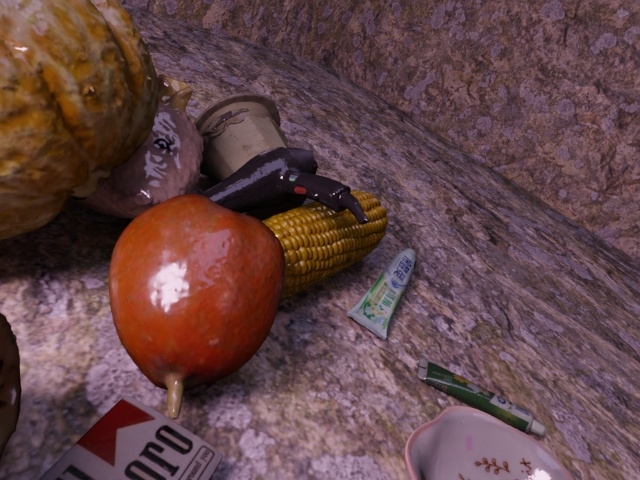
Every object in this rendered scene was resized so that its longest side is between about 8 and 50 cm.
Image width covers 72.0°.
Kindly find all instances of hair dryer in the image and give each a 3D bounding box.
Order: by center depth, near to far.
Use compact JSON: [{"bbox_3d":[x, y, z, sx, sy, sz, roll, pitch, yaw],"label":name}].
[{"bbox_3d":[-0.042,-0.066,0.627,0.235,0.091,0.271,-31,32,-34],"label":"hair dryer"}]

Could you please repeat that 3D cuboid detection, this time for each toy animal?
[{"bbox_3d":[-0.333,-0.160,0.696,0.358,0.188,0.226,29,51,9],"label":"toy animal"}]

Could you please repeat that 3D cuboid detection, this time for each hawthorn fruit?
[{"bbox_3d":[-0.139,0.075,0.493,0.199,0.199,0.251,15,47,-19],"label":"hawthorn fruit"}]

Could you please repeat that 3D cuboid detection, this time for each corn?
[{"bbox_3d":[0.000,0.000,0.767,0.144,0.144,0.387,35,32,18],"label":"corn"}]

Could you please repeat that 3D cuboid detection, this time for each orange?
[{"bbox_3d":[-0.346,-0.175,0.462,0.271,0.210,0.369,40,62,-1],"label":"orange"}]

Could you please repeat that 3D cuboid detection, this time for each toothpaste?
[{"bbox_3d":[0.241,0.237,0.661,0.204,0.032,0.049,26,27,6],"label":"toothpaste"},{"bbox_3d":[0.131,0.085,0.825,0.074,0.048,0.297,33,32,9],"label":"toothpaste"}]

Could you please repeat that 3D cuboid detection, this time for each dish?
[{"bbox_3d":[0.180,0.294,0.463,0.229,0.081,0.229,16,30,-10],"label":"dish"}]

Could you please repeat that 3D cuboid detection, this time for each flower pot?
[{"bbox_3d":[-0.123,-0.148,0.867,0.212,0.212,0.203,-8,50,-47],"label":"flower pot"}]

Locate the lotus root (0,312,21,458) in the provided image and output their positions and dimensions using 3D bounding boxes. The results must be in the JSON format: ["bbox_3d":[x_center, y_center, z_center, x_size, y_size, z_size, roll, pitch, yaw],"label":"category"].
[{"bbox_3d":[-0.313,0.117,0.265,0.179,0.188,0.199,7,33,-10],"label":"lotus root"}]

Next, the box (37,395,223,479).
[{"bbox_3d":[-0.172,0.218,0.349,0.115,0.036,0.177,28,28,6],"label":"box"}]
